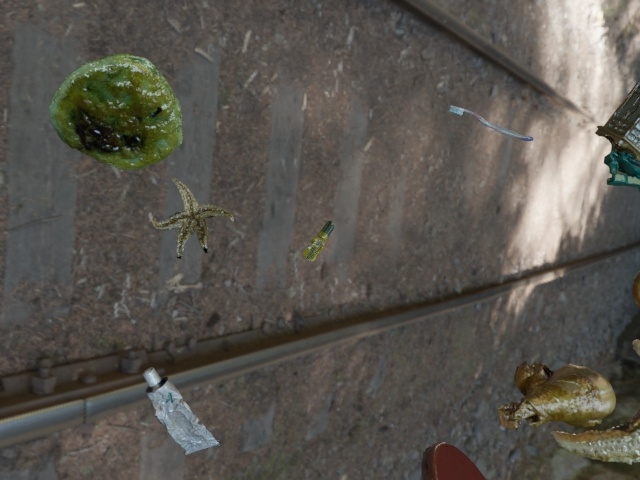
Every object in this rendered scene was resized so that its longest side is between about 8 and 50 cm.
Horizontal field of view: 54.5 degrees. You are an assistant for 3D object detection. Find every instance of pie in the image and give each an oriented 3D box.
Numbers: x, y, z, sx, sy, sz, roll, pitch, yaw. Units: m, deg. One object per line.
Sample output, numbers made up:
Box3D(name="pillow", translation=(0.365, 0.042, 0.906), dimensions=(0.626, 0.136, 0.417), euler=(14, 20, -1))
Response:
Box3D(name="pie", translation=(-0.484, -0.294, 1.484), dimensions=(0.323, 0.323, 0.071), euler=(54, 12, -47))

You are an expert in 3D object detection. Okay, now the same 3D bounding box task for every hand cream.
Box3D(name="hand cream", translation=(-0.298, 0.364, 1.303), dimensions=(0.050, 0.084, 0.257), euler=(-111, 179, -60))

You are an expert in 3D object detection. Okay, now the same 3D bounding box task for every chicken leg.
Box3D(name="chicken leg", translation=(0.666, 0.469, 1.875), dimensions=(0.409, 0.295, 0.182), euler=(-10, 115, -28))

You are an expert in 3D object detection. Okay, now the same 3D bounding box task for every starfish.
Box3D(name="starfish", translation=(-0.334, -0.064, 1.613), dimensions=(0.057, 0.212, 0.238), euler=(59, 13, -70))
Box3D(name="starfish", translation=(0.272, 0.090, 0.441), dimensions=(0.216, 0.071, 0.238), euler=(-51, 140, 8))

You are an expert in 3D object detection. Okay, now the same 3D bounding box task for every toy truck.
Box3D(name="toy truck", translation=(0.907, -0.181, 1.602), dimensions=(0.176, 0.363, 0.178), euler=(124, -21, -70))

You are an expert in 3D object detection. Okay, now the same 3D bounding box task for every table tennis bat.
Box3D(name="table tennis bat", translation=(0.288, 0.499, 0.984), dimensions=(0.415, 0.051, 0.268), euler=(52, 19, -10))

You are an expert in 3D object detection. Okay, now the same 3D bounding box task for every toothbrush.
Box3D(name="toothbrush", translation=(0.496, -0.343, 1.823), dimensions=(0.021, 0.269, 0.027), euler=(-5, 120, -60))

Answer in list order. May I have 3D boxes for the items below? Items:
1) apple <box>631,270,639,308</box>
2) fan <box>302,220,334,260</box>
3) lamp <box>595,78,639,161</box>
Box3D(name="apple", translation=(0.566, 0.083, 1.033), dimensions=(0.074, 0.089, 0.090), euler=(15, 86, -38))
Box3D(name="fan", translation=(0.000, 0.000, 2.025), dimensions=(0.155, 0.039, 0.082), euler=(-55, 172, -19))
Box3D(name="lamp", translation=(0.715, -0.325, 1.272), dimensions=(0.090, 0.089, 0.325), euler=(29, 106, -26))
